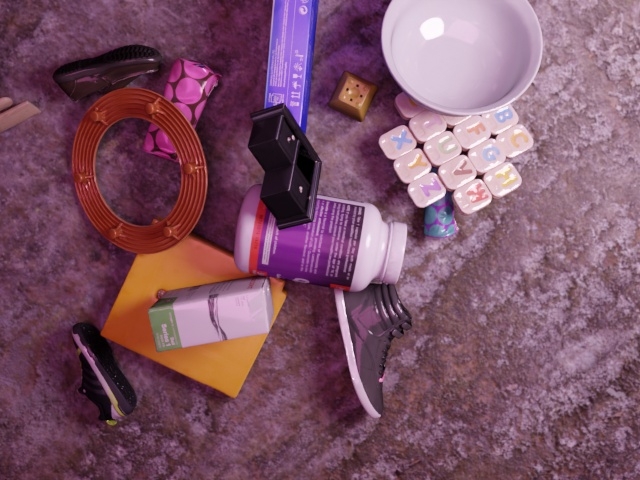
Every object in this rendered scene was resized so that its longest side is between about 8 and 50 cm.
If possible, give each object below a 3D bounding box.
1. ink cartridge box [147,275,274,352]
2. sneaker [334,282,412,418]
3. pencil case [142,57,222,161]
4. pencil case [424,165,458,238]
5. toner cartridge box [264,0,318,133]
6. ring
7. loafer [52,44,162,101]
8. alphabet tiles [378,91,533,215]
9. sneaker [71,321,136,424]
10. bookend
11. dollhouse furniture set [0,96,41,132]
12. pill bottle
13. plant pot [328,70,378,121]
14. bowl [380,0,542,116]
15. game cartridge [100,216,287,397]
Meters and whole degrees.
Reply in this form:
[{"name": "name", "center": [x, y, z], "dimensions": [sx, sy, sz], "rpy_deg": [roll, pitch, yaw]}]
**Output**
[{"name": "ink cartridge box", "center": [-0.206, 0.139, 1.285], "dimensions": [0.220, 0.160, 0.092], "rpy_deg": [-9, 98, 2]}, {"name": "sneaker", "center": [0.130, 0.222, 1.357], "dimensions": [0.147, 0.104, 0.295], "rpy_deg": [-13, 92, 8]}, {"name": "pencil case", "center": [-0.281, -0.261, 1.320], "dimensions": [0.098, 0.095, 0.209], "rpy_deg": [23, 100, -8]}, {"name": "pencil case", "center": [0.250, -0.082, 1.337], "dimensions": [0.070, 0.064, 0.151], "rpy_deg": [2, 97, 15]}, {"name": "toner cartridge box", "center": [-0.052, -0.385, 1.259], "dimensions": [0.075, 0.165, 0.347], "rpy_deg": [6, 97, 1]}, {"name": "ring", "center": [-0.374, -0.135, 1.303], "dimensions": [0.337, 0.032, 0.336], "rpy_deg": [5, 103, 23]}, {"name": "loafer", "center": [-0.425, -0.338, 1.329], "dimensions": [0.220, 0.080, 0.078], "rpy_deg": [-12, 129, 2]}, {"name": "alphabet tiles", "center": [0.271, -0.198, 1.298], "dimensions": [0.278, 0.021, 0.284], "rpy_deg": [-28, 80, -7]}, {"name": "sneaker", "center": [-0.488, 0.292, 1.397], "dimensions": [0.097, 0.084, 0.234], "rpy_deg": [-26, 96, 6]}, {"name": "bookend", "center": [-0.069, -0.132, 1.167], "dimensions": [0.072, 0.156, 0.157], "rpy_deg": [-13, 136, 24]}, {"name": "dollhouse furniture set", "center": [-0.678, -0.318, 1.310], "dimensions": [0.123, 0.144, 0.151], "rpy_deg": [-26, 81, 0]}, {"name": "pill bottle", "center": [0.000, 0.000, 1.296], "dimensions": [0.323, 0.181, 0.181], "rpy_deg": [11, 97, 1]}, {"name": "plant pot", "center": [0.066, -0.292, 1.307], "dimensions": [0.081, 0.083, 0.081], "rpy_deg": [25, 98, -2]}, {"name": "bowl", "center": [0.258, -0.356, 1.250], "dimensions": [0.298, 0.134, 0.297], "rpy_deg": [0, 80, -1]}, {"name": "game cartridge", "center": [-0.264, 0.144, 1.393], "dimensions": [0.324, 0.052, 0.285], "rpy_deg": [27, 97, -4]}]
